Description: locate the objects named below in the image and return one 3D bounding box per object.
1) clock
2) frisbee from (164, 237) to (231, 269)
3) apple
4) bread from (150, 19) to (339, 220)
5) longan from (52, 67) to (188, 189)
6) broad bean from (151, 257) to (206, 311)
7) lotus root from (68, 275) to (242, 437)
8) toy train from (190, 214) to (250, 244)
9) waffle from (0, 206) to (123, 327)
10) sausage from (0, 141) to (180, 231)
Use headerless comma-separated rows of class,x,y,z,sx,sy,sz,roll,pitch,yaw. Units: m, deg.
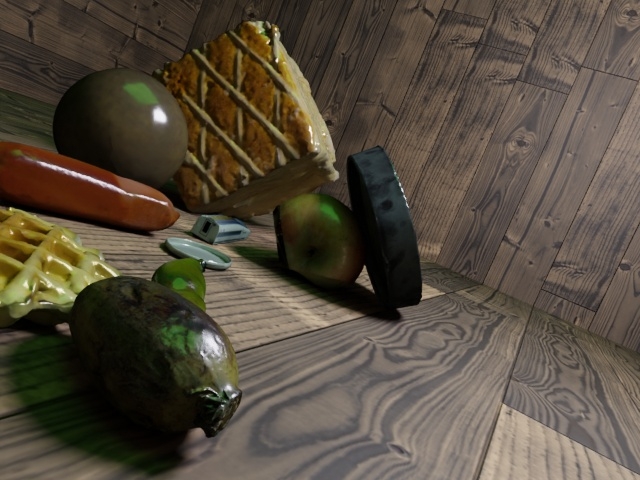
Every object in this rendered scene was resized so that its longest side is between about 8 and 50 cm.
clock,0.117,-0.022,1.019,0.066,0.318,0.319,-13,10,-2
frisbee,-0.194,0.021,0.834,0.110,0.014,0.110,21,7,-2
apple,0.000,0.000,1.027,0.207,0.174,0.188,39,12,8
bread,-0.186,-0.280,1.311,0.390,0.371,0.279,67,8,9
longan,-0.389,-0.208,1.024,0.258,0.258,0.258,22,7,-3
broad bean,-0.148,0.058,0.546,0.070,0.048,0.213,22,10,-7
lotus root,-0.120,0.073,0.373,0.179,0.080,0.089,28,7,36
toy train,-0.190,-0.028,1.090,0.055,0.048,0.252,25,7,7
waffle,-0.306,0.004,0.446,0.250,0.056,0.261,25,5,20
sausage,-0.349,-0.071,0.782,0.089,0.083,0.300,20,0,44
